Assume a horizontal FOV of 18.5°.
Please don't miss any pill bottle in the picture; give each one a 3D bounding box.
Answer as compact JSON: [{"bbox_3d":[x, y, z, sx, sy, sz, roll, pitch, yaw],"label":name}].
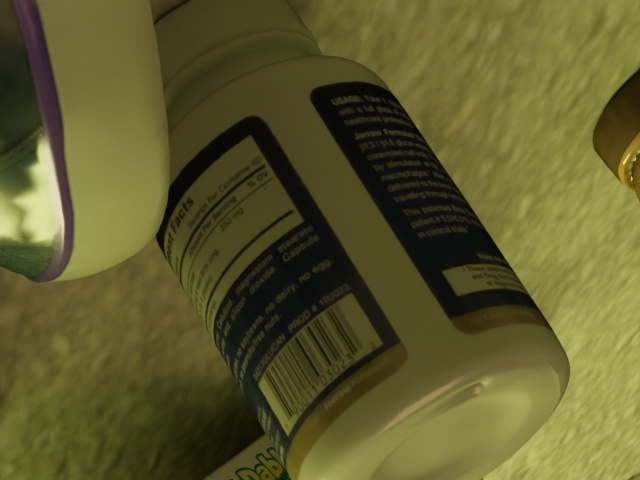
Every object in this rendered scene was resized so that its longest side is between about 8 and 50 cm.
[{"bbox_3d":[0.000,0.000,0.642,0.094,0.169,0.094,-24,153,-14],"label":"pill bottle"}]

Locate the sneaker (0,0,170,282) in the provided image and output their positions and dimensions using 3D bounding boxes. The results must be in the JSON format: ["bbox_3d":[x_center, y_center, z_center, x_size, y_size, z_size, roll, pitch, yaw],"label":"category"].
[{"bbox_3d":[-0.164,-0.066,0.430,0.236,0.130,0.323,-16,155,-10],"label":"sneaker"}]

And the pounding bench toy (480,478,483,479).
[{"bbox_3d":[0.043,0.117,1.014,0.052,0.065,0.083,-11,115,-35],"label":"pounding bench toy"}]

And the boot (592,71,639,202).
[{"bbox_3d":[0.269,-0.093,0.838,0.305,0.115,0.112,-42,150,15],"label":"boot"}]

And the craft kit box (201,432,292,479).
[{"bbox_3d":[-0.086,0.189,0.908,0.250,0.061,0.246,-50,172,30],"label":"craft kit box"}]
